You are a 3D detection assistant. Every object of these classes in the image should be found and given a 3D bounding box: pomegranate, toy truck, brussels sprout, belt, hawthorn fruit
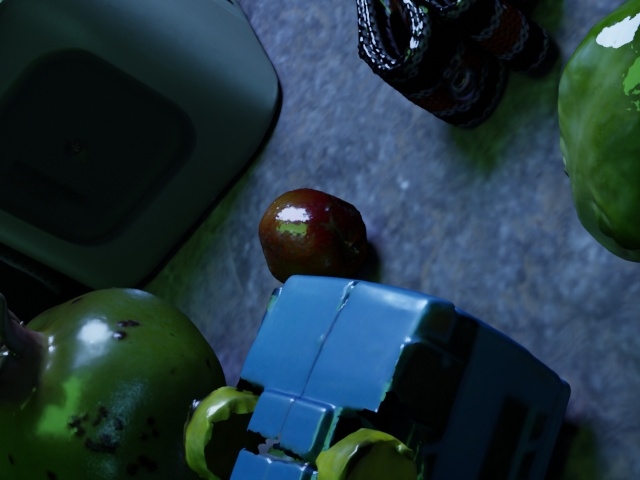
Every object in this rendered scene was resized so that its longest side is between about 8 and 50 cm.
[{"bbox_3d":[-0.172,0.106,1.058,0.181,0.224,0.181,-27,43,28],"label":"pomegranate"},{"bbox_3d":[-0.005,0.215,0.821,0.161,0.162,0.384,6,72,53],"label":"toy truck"},{"bbox_3d":[0.190,-0.066,0.795,0.155,0.155,0.117,-46,49,20],"label":"brussels sprout"},{"bbox_3d":[0.054,-0.216,1.111,0.126,0.094,0.359,-50,35,17],"label":"belt"},{"bbox_3d":[-0.004,-0.002,1.055,0.077,0.077,0.077,-31,44,36],"label":"hawthorn fruit"}]

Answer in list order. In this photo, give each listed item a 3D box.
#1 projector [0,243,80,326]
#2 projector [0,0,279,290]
[{"bbox_3d":[-0.477,0.063,1.312,0.395,0.405,0.242,-50,35,16],"label":"projector"},{"bbox_3d":[-0.217,-0.137,1.262,0.248,0.249,0.248,-48,36,18],"label":"projector"}]
